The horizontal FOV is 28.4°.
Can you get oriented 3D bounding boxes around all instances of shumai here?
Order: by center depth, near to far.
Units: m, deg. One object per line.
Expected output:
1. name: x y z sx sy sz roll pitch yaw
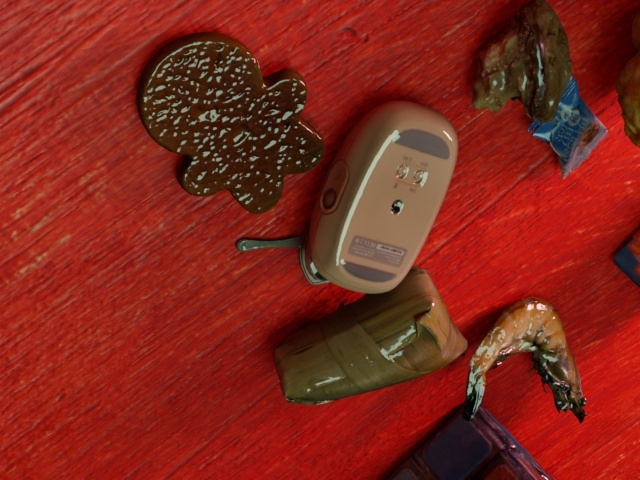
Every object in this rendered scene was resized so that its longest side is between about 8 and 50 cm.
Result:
1. shumai: 0.239 -0.213 1.472 0.123 0.105 0.139 -57 161 -45

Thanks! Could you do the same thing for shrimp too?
1. shrimp: 0.282 0.207 1.769 0.198 0.051 0.262 -41 126 -14

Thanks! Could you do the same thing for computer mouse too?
1. computer mouse: 0.070 -0.051 1.474 0.145 0.082 0.236 13 107 -31

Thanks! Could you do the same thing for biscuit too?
1. biscuit: -0.098 -0.129 1.364 0.180 0.039 0.236 -41 131 5

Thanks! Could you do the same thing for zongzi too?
1. zongzi: 0.072 0.147 1.627 0.228 0.115 0.256 -28 157 8

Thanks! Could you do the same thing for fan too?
1. fan: 0.000 0.000 1.525 0.220 0.009 0.132 -3 122 -27

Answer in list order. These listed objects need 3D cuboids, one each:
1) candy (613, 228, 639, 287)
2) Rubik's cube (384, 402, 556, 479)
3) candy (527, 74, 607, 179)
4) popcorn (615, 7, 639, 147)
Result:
1. candy: 0.569 -0.026 1.760 0.306 0.100 0.157 -47 130 6
2. Rubik's cube: 0.255 0.507 1.783 0.363 0.359 0.362 -43 129 4
3. candy: 0.310 -0.137 1.585 0.088 0.038 0.136 -53 138 -5
4. popcorn: 0.471 -0.207 1.500 0.242 0.235 0.250 25 89 -14
